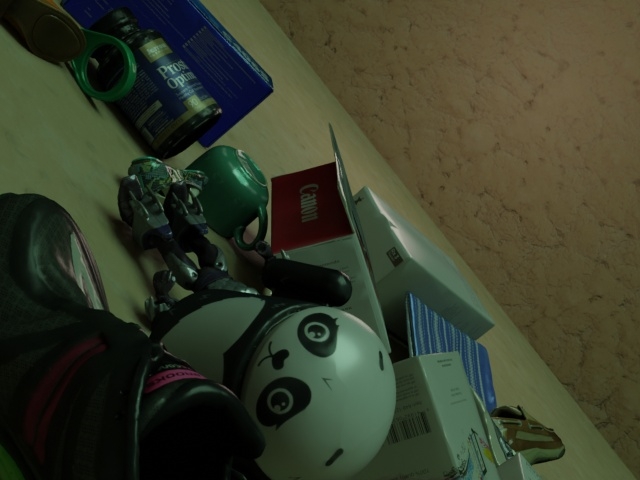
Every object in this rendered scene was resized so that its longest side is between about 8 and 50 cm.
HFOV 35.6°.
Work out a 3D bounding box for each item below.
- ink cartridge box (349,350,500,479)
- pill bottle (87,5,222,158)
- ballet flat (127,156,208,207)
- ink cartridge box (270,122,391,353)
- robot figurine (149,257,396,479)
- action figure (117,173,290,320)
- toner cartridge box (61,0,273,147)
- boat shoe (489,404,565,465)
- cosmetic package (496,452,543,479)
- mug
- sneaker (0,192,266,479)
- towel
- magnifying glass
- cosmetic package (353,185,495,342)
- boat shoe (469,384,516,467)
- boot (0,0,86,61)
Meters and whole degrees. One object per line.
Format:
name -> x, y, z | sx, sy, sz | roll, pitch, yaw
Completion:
ink cartridge box -> 0.100, 0.265, 1.156 | 0.168, 0.171, 0.232 | 10, 61, -67
pill bottle -> -0.262, -0.242, 1.521 | 0.219, 0.123, 0.123 | 51, 14, -2
ballet flat -> -0.212, -0.072, 1.402 | 0.070, 0.070, 0.188 | 55, 16, 16
ink cartridge box -> 0.000, 0.000, 1.523 | 0.309, 0.130, 0.272 | -96, 170, -66
robot figurine -> -0.061, 0.134, 0.944 | 0.173, 0.278, 0.209 | -14, 104, -44
action figure -> -0.139, 0.038, 1.183 | 0.185, 0.099, 0.285 | -12, 46, -37
toner cartridge box -> -0.255, -0.338, 1.703 | 0.348, 0.165, 0.075 | 46, 14, -24
boat shoe -> 0.372, 0.368, 1.883 | 0.324, 0.122, 0.120 | 11, 64, -61
cosmetic package -> 0.280, 0.438, 1.448 | 0.151, 0.151, 0.183 | 51, 13, -6
mug -> -0.133, -0.074, 1.553 | 0.158, 0.097, 0.129 | 47, 14, -17
sneaker -> -0.146, 0.140, 0.740 | 0.185, 0.202, 0.483 | 33, 23, -54
towel -> 0.264, 0.262, 1.930 | 0.336, 0.040, 0.243 | 36, 41, -48
magnifying glass -> -0.354, -0.292, 1.462 | 0.231, 0.092, 0.026 | 44, 14, 17
cosmetic package -> 0.174, 0.080, 2.031 | 0.385, 0.156, 0.217 | 35, 19, -45
boat shoe -> 0.271, 0.379, 1.682 | 0.340, 0.127, 0.158 | 66, 12, 22
boot -> -0.419, -0.344, 1.393 | 0.197, 0.073, 0.152 | 38, 15, -52
